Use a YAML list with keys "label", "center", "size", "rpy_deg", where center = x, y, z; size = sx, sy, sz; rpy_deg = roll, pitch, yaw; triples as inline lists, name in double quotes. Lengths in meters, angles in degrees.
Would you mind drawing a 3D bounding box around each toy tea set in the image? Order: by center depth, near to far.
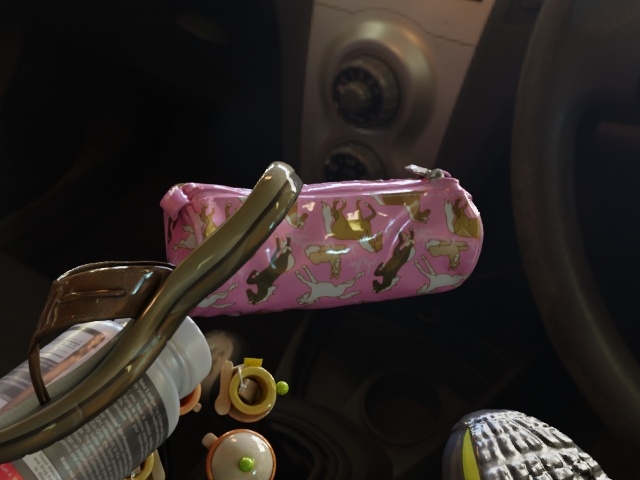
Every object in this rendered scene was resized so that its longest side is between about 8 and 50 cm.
- label: "toy tea set"
  center: [-0.202, 0.253, 1.075]
  size: [0.336, 0.124, 0.200]
  rpy_deg: [4, 73, -16]

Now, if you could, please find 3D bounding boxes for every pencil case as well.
- label: "pencil case"
  center: [0.000, 0.000, 0.964]
  size: [0.386, 0.160, 0.167]
  rpy_deg: [-6, 83, -22]

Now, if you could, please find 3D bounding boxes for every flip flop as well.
- label: "flip flop"
  center: [-0.127, 0.036, 0.522]
  size: [0.277, 0.080, 0.112]
  rpy_deg: [-45, 10, -7]

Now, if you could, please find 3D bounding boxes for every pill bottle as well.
- label: "pill bottle"
  center: [-0.275, 0.201, 0.898]
  size: [0.176, 0.176, 0.318]
  rpy_deg: [24, 42, 25]

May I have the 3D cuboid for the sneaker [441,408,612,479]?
- label: "sneaker"
  center: [0.104, 0.232, 0.381]
  size: [0.111, 0.299, 0.121]
  rpy_deg: [-8, -8, -45]
